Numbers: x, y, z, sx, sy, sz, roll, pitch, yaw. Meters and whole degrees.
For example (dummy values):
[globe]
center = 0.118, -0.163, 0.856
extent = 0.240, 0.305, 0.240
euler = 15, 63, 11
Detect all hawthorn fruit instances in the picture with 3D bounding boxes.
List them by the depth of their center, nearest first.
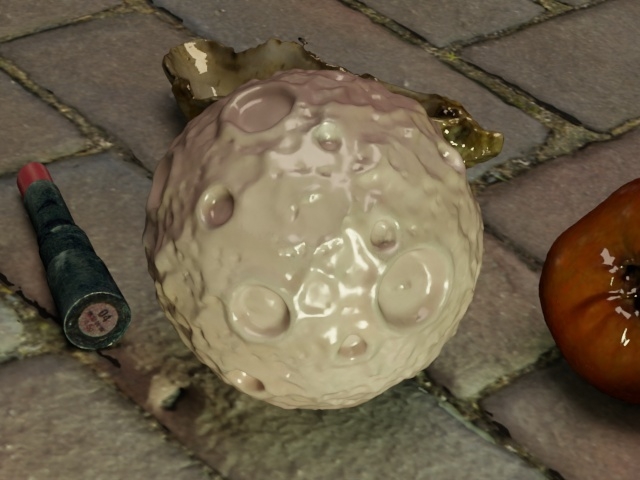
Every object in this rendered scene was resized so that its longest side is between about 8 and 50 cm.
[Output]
[hawthorn fruit]
center = 0.295, 0.048, 1.385
extent = 0.196, 0.196, 0.225
euler = 33, 11, 31

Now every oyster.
[oyster]
center = 0.001, -0.108, 1.574
extent = 0.341, 0.110, 0.166
euler = 14, 27, 9

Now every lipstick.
[lipstick]
center = -0.214, 0.000, 1.395
extent = 0.053, 0.053, 0.234
euler = -5, 34, -23

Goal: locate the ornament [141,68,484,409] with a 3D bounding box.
[ornament]
center = 0.000, 0.000, 1.264
extent = 0.259, 0.259, 0.225
euler = -14, 27, -34
